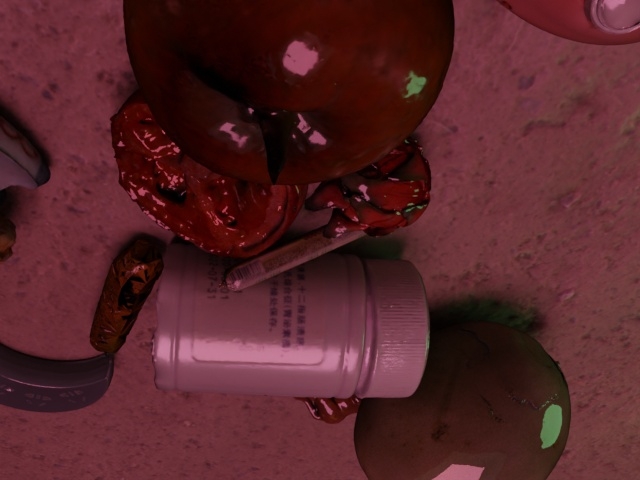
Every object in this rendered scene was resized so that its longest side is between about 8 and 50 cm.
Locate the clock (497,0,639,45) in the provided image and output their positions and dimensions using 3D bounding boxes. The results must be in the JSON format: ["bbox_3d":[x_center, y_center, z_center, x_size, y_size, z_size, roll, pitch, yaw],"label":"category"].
[{"bbox_3d":[0.194,-0.236,0.552,0.227,0.241,0.142,10,138,-14],"label":"clock"}]

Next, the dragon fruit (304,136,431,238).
[{"bbox_3d":[0.060,-0.070,0.810,0.142,0.130,0.121,-23,177,-43],"label":"dragon fruit"}]

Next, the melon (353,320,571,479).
[{"bbox_3d":[0.213,0.263,1.057,0.330,0.268,0.268,-35,133,-4],"label":"melon"}]

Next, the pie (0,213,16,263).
[{"bbox_3d":[-0.458,0.006,0.828,0.205,0.084,0.179,-3,-178,14],"label":"pie"}]

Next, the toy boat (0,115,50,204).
[{"bbox_3d":[-0.401,-0.113,0.787,0.134,0.079,0.208,-18,146,26],"label":"toy boat"}]

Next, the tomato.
[{"bbox_3d":[-0.113,-0.090,0.792,0.228,0.101,0.228,14,143,11],"label":"tomato"}]

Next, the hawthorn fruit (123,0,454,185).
[{"bbox_3d":[-0.022,-0.166,0.571,0.268,0.301,0.268,-4,143,-3],"label":"hawthorn fruit"}]

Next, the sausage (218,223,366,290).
[{"bbox_3d":[0.000,0.000,0.867,0.269,0.033,0.033,-24,140,-17],"label":"sausage"}]

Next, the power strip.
[{"bbox_3d":[-0.458,0.206,1.124,0.253,0.054,0.167,13,134,-18],"label":"power strip"}]

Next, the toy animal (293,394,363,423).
[{"bbox_3d":[0.088,0.236,1.180,0.224,0.066,0.229,-37,119,8],"label":"toy animal"}]

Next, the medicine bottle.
[{"bbox_3d":[-0.040,0.106,0.937,0.332,0.190,0.190,4,136,-7],"label":"medicine bottle"}]

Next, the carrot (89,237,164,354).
[{"bbox_3d":[-0.273,0.084,0.997,0.069,0.069,0.228,16,135,-19],"label":"carrot"}]
